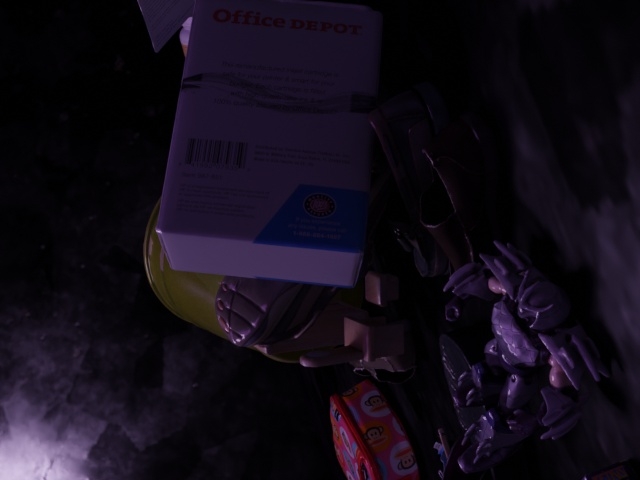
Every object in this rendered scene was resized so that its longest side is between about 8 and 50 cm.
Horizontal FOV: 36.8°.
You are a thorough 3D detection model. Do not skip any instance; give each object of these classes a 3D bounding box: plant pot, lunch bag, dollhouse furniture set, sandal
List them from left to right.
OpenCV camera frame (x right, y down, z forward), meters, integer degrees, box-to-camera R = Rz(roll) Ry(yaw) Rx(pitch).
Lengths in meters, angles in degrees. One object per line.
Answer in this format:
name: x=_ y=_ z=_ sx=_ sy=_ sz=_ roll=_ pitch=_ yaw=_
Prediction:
plant pot: x=-0.101 y=0.056 z=1.812 sx=0.353 sy=0.366 sz=0.366 roll=32 pitch=141 yaw=56
dollhouse furniture set: x=-0.022 y=-0.019 z=1.432 sx=0.303 sy=0.174 sz=0.355 roll=-164 pitch=70 yaw=-64
lunch bag: x=0.121 y=0.440 z=1.854 sx=0.258 sy=0.120 sz=0.293 roll=-124 pitch=16 yaw=-45
sandal: x=0.199 y=0.322 z=1.197 sx=0.167 sy=0.107 sz=0.445 roll=-143 pitch=36 yaw=-74

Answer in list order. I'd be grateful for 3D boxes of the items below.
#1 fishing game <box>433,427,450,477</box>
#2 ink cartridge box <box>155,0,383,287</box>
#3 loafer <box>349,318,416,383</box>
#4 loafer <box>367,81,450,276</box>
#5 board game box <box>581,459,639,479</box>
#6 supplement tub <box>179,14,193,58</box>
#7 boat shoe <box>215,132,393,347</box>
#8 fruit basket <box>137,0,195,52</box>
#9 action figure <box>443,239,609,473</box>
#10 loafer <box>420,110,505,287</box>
fishing game: x=0.198 y=0.397 z=1.447 sx=0.264 sy=0.041 sz=0.189 roll=74 pitch=-178 yaw=-52
ink cartridge box: x=-0.051 y=-0.117 z=1.118 sx=0.129 sy=0.223 sz=0.307 roll=93 pitch=-177 yaw=-68
loafer: x=0.099 y=0.195 z=1.555 sx=0.251 sy=0.094 sz=0.087 roll=107 pitch=147 yaw=-73
loafer: x=0.101 y=-0.058 z=1.100 sx=0.096 sy=0.084 sz=0.267 roll=-119 pitch=14 yaw=-46
board game box: x=0.279 y=0.300 z=0.888 sx=0.170 sy=0.048 sz=0.141 roll=87 pitch=161 yaw=-57
supplement tub: x=-0.219 y=-0.402 z=2.064 sx=0.144 sy=0.144 sz=0.199 roll=-127 pitch=21 yaw=-62
boat shoe: x=0.000 y=0.000 z=1.278 sx=0.130 sy=0.355 sz=0.132 roll=16 pitch=-148 yaw=-47
fruit basket: x=-0.210 y=-0.511 z=1.404 sx=0.165 sy=0.327 sz=0.353 roll=21 pitch=149 yaw=18
action figure: x=0.186 y=0.121 z=0.936 sx=0.285 sy=0.099 sz=0.185 roll=91 pitch=163 yaw=-55
loafer: x=0.136 y=-0.029 z=0.980 sx=0.080 sy=0.078 sz=0.220 roll=-121 pitch=16 yaw=-52
